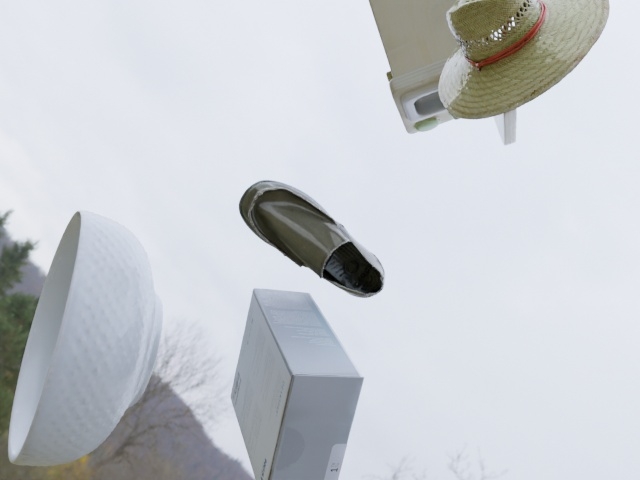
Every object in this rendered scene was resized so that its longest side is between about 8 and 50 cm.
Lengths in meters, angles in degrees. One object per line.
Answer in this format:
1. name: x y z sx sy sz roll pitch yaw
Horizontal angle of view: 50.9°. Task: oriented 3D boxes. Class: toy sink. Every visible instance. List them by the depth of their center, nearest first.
1. toy sink: 0.148 -0.226 0.854 0.153 0.131 0.234 32 41 -71

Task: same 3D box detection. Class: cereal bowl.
1. cereal bowl: -0.311 0.138 0.923 0.141 0.339 0.339 18 -13 -26

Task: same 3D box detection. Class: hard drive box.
1. hard drive box: -0.041 0.192 0.867 0.232 0.089 0.181 -127 -133 -63

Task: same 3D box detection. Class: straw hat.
1. straw hat: 0.126 -0.159 0.486 0.061 0.144 0.144 42 -21 -30

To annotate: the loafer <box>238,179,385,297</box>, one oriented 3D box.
1. loafer: 0.000 0.000 0.947 0.251 0.094 0.087 32 -1 -16
